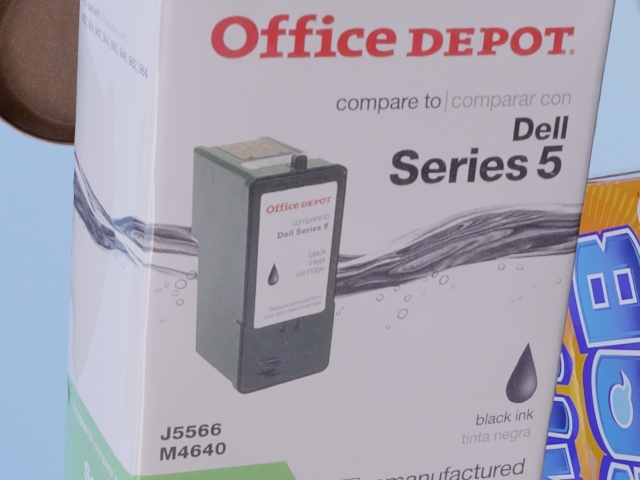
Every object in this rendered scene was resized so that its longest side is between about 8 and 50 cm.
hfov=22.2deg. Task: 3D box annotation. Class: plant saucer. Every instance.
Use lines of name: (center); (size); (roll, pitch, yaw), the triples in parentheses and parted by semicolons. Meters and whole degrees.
plant saucer: (-0.204, -0.173, 1.393); (0.036, 0.198, 0.198); (71, 180, -78)

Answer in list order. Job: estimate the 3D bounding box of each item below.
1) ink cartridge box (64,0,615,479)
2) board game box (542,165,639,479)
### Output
ink cartridge box: (0.000, 0.000, 0.707); (0.115, 0.198, 0.273); (-135, 45, -59)
board game box: (0.365, 0.104, 1.428); (0.356, 0.356, 0.356); (-10, -88, -29)
